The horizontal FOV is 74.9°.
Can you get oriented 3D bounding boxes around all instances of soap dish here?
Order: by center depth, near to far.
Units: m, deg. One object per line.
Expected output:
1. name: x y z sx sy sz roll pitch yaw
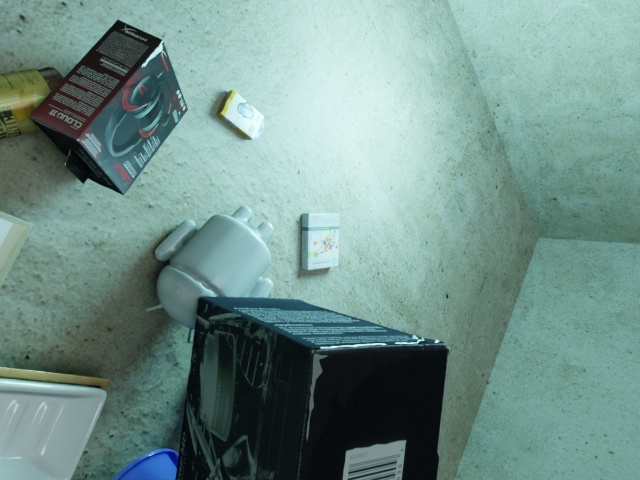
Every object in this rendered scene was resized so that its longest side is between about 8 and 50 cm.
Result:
1. soap dish: -0.591 0.355 0.797 0.291 0.118 0.229 36 70 -51

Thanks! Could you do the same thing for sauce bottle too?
1. sauce bottle: -0.628 -0.220 0.735 0.344 0.111 0.111 -32 116 -36

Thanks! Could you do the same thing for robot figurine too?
1. robot figurine: -0.263 0.076 1.055 0.300 0.200 0.353 36 63 3

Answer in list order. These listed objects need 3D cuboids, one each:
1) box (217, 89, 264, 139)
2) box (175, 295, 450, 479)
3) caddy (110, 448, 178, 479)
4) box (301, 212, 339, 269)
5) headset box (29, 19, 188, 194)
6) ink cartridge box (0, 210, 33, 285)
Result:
1. box: -0.218 -0.347 1.177 0.136 0.028 0.081 36 70 -43
2. box: -0.053 0.380 0.802 0.297 0.471 0.480 8 87 -33
3. caddy: -0.449 0.650 0.958 0.341 0.179 0.241 -36 142 -37
4. box: 0.000 0.000 1.417 0.145 0.038 0.186 -3 98 -44
5. headset box: -0.418 -0.251 0.857 0.293 0.110 0.218 -62 173 -20
6. ink cartridge box: -0.676 0.006 0.726 0.234 0.088 0.193 32 71 -42
